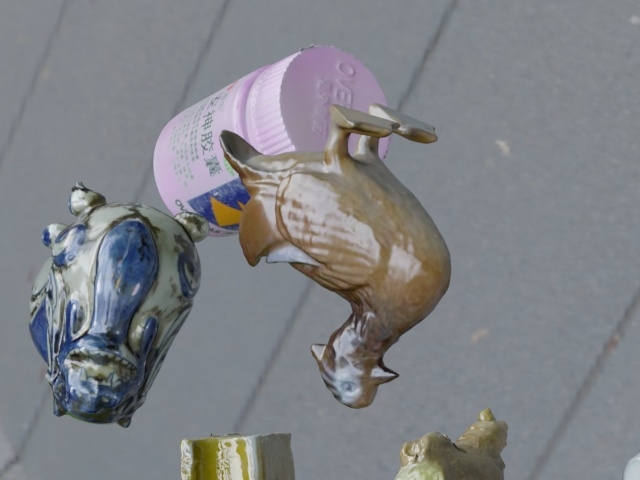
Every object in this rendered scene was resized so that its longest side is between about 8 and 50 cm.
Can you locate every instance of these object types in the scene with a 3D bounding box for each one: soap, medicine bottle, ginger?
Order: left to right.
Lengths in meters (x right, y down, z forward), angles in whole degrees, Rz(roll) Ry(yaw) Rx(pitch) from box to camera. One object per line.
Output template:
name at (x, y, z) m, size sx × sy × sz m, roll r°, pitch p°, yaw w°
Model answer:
soap at (-0.099, 0.387, 1.890) m, size 0.143 × 0.259 × 0.281 m, roll -6°, pitch 84°, yaw 9°
medicine bottle at (-0.064, -0.117, 1.824) m, size 0.290 × 0.178 × 0.178 m, roll -19°, pitch 66°, yaw 51°
ginger at (0.171, 0.292, 1.817) m, size 0.074 × 0.213 × 0.137 m, roll -8°, pitch 92°, yaw 37°

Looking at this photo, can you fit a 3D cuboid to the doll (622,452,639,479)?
doll at (0.352, 0.180, 1.205) m, size 0.130 × 0.290 × 0.161 m, roll -26°, pitch 80°, yaw 46°

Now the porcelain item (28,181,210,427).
porcelain item at (-0.175, 0.068, 1.245) m, size 0.288 × 0.138 × 0.186 m, roll 145°, pitch 135°, yaw -72°

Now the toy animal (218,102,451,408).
toy animal at (0.000, 0.000, 0.916) m, size 0.188 × 0.089 × 0.179 m, roll 24°, pitch 107°, yaw 34°
